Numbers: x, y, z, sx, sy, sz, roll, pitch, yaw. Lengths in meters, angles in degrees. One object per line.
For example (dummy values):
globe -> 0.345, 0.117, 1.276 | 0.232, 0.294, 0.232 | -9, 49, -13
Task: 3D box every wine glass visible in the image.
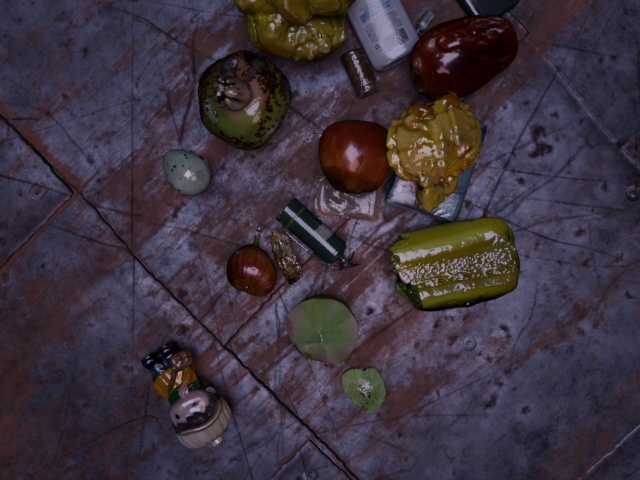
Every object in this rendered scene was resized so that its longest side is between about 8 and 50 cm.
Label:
wine glass -> 0.315, -0.661, 1.844 | 0.039, 0.042, 0.083 | 37, 91, -30

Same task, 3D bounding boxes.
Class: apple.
apple -> 0.100, -0.245, 1.779 | 0.229, 0.230, 0.230 | 0, 93, 1

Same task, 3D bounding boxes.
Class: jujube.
jujube -> 0.417, -0.538, 1.768 | 0.317, 0.223, 0.223 | -25, 92, -8

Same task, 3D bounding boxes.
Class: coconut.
coconut -> 0.142, 0.463, 1.895 | 0.158, 0.055, 0.133 | 36, 94, -3
coconut -> 0.009, 0.263, 1.797 | 0.204, 0.236, 0.236 | -30, 92, 5

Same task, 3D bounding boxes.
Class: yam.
yam -> 0.121, -0.511, 1.835 | 0.079, 0.079, 0.141 | -24, 93, 2

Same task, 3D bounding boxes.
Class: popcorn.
popcorn -> 0.309, -0.244, 1.667 | 0.264, 0.225, 0.333 | 2, 107, -18

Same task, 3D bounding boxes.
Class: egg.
egg -> -0.407, -0.213, 1.829 | 0.131, 0.131, 0.164 | -43, 85, 2

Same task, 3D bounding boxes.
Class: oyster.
oyster -> -0.113, 0.051, 1.852 | 0.056, 0.105, 0.177 | -15, 93, -27

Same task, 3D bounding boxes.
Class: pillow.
pillow -> 0.085, -0.129, 1.876 | 0.211, 0.034, 0.136 | 5, 93, 2

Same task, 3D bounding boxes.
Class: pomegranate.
pomegranate -> -0.230, -0.409, 1.711 | 0.284, 0.340, 0.285 | 0, 93, 5

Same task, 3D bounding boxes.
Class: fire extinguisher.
fire extinguisher -> 0.000, 0.000, 1.855 | 0.294, 0.093, 0.118 | 42, 51, -2

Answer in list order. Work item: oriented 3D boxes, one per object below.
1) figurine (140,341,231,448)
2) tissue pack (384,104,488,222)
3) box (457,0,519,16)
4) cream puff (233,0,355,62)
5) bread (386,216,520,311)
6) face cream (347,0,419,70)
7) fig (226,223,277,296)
figurine -> -0.405, 0.478, 1.865 | 0.185, 0.204, 0.332 | -36, 64, 3
tissue pack -> 0.350, -0.230, 1.834 | 0.227, 0.103, 0.316 | 18, 94, -2
box -> 0.484, -0.778, 1.831 | 0.160, 0.050, 0.230 | -35, 92, 3
cream puff -> -0.053, -0.646, 1.692 | 0.377, 0.378, 0.276 | -16, 86, 1
bread -> 0.398, 0.069, 1.794 | 0.376, 0.208, 0.251 | -12, 96, 1
face cream -> 0.164, -0.693, 1.821 | 0.162, 0.080, 0.337 | -27, 92, 9
fig -> -0.218, 0.077, 1.843 | 0.149, 0.148, 0.202 | -8, 50, -27
